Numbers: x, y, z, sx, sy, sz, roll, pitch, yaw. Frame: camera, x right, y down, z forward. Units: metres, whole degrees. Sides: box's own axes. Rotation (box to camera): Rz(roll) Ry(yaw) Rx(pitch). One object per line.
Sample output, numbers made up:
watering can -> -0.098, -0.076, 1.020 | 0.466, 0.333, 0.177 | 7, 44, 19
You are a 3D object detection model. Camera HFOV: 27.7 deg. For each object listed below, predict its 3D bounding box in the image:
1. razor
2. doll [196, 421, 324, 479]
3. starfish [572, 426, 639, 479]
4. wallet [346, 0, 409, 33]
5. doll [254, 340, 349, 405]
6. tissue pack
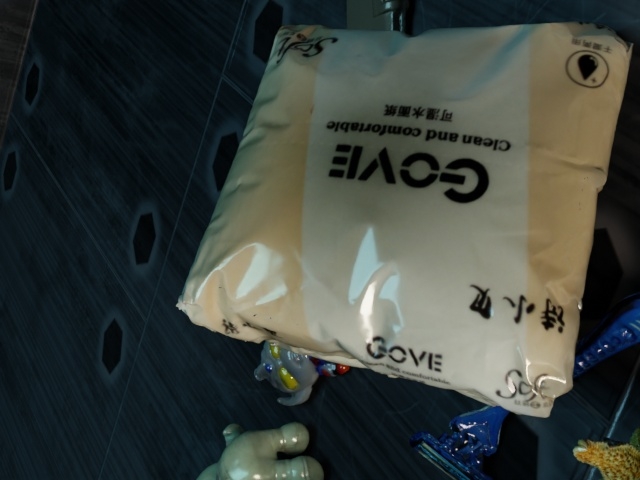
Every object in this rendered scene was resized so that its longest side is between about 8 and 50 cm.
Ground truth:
razor -> 0.215, 0.132, 1.229 | 0.324, 0.093, 0.056 | -47, 10, 40
doll -> -0.106, 0.326, 1.660 | 0.275, 0.113, 0.154 | -51, 45, 40
starfish -> 0.232, 0.195, 1.057 | 0.053, 0.208, 0.176 | 51, 142, 21
wallet -> 0.069, -0.283, 1.583 | 0.118, 0.039, 0.152 | -5, 82, 61
doll -> -0.026, 0.146, 1.621 | 0.104, 0.062, 0.195 | 53, 139, -8
tissue pack -> 0.086, -0.038, 1.222 | 0.376, 0.195, 0.390 | 4, 68, 23
